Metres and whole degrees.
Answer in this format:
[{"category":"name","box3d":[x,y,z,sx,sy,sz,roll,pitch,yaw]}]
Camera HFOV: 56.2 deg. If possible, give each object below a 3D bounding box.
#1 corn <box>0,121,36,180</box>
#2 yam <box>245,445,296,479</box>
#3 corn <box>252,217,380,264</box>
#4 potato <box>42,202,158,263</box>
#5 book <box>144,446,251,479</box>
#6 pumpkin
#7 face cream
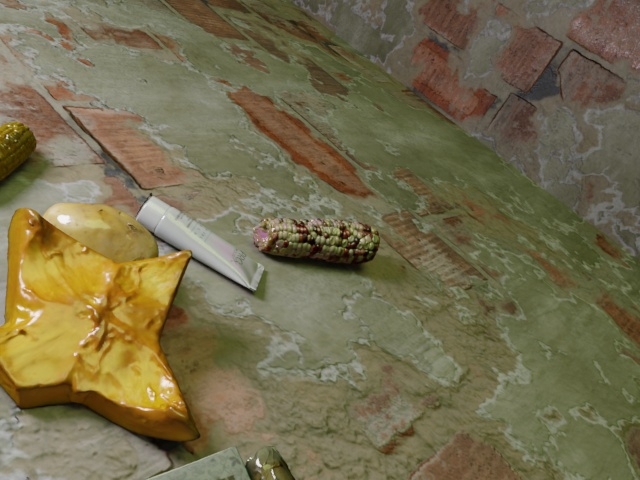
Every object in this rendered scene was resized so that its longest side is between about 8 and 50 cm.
[{"category":"corn","box3d":[-0.529,-0.138,0.981,0.068,0.068,0.207,23,30,-12]},{"category":"yam","box3d":[0.001,0.375,0.664,0.317,0.067,0.071,50,-2,35]},{"category":"corn","box3d":[0.000,0.000,1.211,0.280,0.092,0.092,4,38,-35]},{"category":"potato","box3d":[-0.330,0.003,0.902,0.178,0.109,0.118,28,9,-14]},{"category":"book","box3d":[-0.118,0.393,0.549,0.264,0.031,0.379,-8,46,-36]},{"category":"pumpkin","box3d":[-0.282,0.109,0.763,0.258,0.095,0.290,11,51,-23]},{"category":"face cream","box3d":[-0.210,0.007,1.060,0.243,0.058,0.092,32,25,-9]}]
